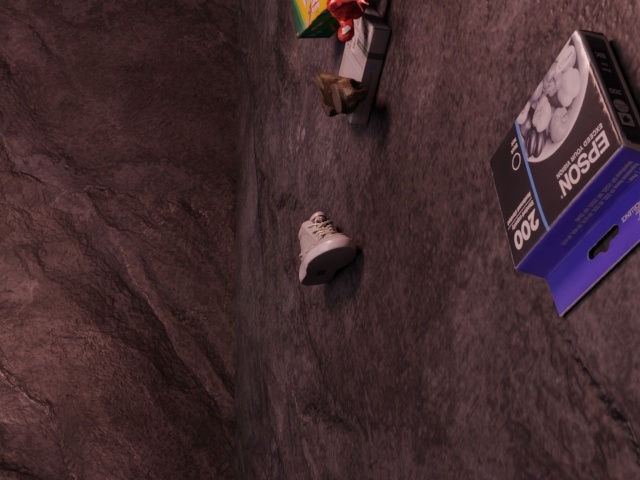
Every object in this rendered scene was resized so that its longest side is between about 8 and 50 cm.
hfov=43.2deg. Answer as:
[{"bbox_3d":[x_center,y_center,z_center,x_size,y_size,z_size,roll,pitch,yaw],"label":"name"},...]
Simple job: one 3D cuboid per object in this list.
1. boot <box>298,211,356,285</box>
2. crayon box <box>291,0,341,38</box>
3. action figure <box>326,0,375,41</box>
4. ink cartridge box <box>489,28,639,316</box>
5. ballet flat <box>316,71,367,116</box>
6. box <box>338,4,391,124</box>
[{"bbox_3d":[0.000,0.000,1.585,0.258,0.095,0.123,131,134,-67],"label":"boot"},{"bbox_3d":[0.020,-0.523,1.601,0.278,0.081,0.165,165,98,-70],"label":"crayon box"},{"bbox_3d":[0.083,-0.482,1.387,0.139,0.091,0.280,17,101,49],"label":"action figure"},{"bbox_3d":[0.247,-0.062,0.806,0.206,0.045,0.208,115,153,-52],"label":"ink cartridge box"},{"bbox_3d":[0.036,-0.272,1.485,0.250,0.058,0.084,-133,26,-75],"label":"ballet flat"},{"bbox_3d":[0.075,-0.331,1.509,0.145,0.038,0.186,-109,29,-55],"label":"box"}]
